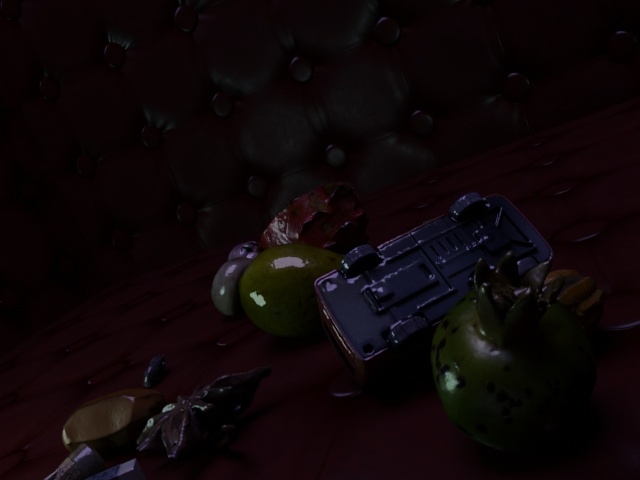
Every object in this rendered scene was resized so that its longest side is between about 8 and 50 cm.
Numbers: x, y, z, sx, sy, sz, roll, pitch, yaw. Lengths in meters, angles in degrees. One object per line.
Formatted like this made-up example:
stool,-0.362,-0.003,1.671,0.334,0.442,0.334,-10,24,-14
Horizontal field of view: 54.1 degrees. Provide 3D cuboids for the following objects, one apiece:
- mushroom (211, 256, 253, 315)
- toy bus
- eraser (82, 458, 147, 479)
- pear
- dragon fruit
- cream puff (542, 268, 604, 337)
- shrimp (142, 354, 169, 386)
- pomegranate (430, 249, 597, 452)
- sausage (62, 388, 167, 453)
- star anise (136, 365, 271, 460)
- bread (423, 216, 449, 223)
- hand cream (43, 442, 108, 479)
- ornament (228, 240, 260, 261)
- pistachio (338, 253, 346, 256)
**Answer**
mushroom,-0.261,0.159,2.098,0.206,0.209,0.206,-53,21,30
toy bus,0.214,0.097,1.202,0.426,0.203,0.233,-25,-30,-13
eraser,-0.399,0.460,1.073,0.212,0.092,0.046,-22,10,-5
pear,-0.060,0.126,1.613,0.307,0.253,0.253,-1,19,22
dragon fruit,0.000,0.000,2.029,0.386,0.249,0.371,-33,-19,-7
cream puff,0.373,0.126,1.024,0.189,0.130,0.189,-24,-2,-1
shrimp,-0.465,0.361,1.781,0.056,0.065,0.165,11,9,4
pomegranate,0.256,0.130,0.840,0.230,0.286,0.231,-2,22,1
sausage,-0.460,0.401,1.397,0.241,0.120,0.136,-19,-22,8
star anise,-0.234,0.353,1.228,0.349,0.109,0.292,-28,13,32
bread,0.383,-0.036,1.924,0.094,0.083,0.157,-27,13,-36
hand cream,-0.520,0.491,1.226,0.203,0.084,0.084,-37,17,-31
ornament,-0.270,0.096,2.374,0.177,0.178,0.177,-22,11,4
pistachio,0.059,0.096,1.887,0.126,0.108,0.185,21,31,38
